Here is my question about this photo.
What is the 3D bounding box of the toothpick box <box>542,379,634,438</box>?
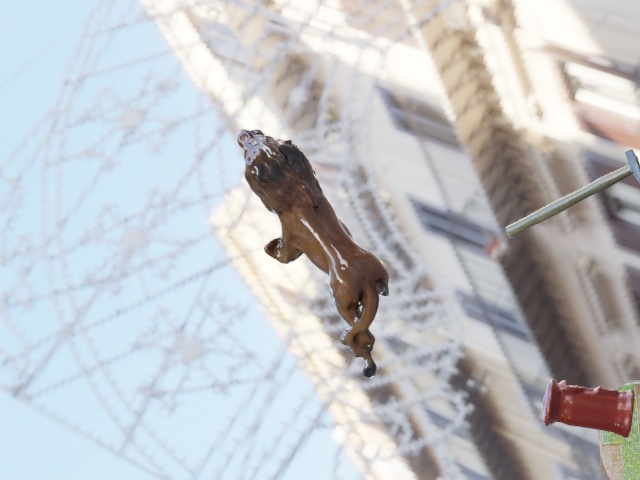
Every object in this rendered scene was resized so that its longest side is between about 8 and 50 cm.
[{"bbox_3d":[0.252,0.158,1.493,0.047,0.083,0.047,8,-90,-83],"label":"toothpick box"}]

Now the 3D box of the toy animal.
[{"bbox_3d":[0.000,0.000,1.848,0.097,0.312,0.157,-35,-13,-12],"label":"toy animal"}]

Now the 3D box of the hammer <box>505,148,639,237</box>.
[{"bbox_3d":[0.335,-0.052,2.092,0.199,0.062,0.013,-29,-45,15],"label":"hammer"}]

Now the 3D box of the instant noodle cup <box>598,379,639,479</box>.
[{"bbox_3d":[0.492,0.266,2.107,0.185,0.168,0.168,3,-72,-29],"label":"instant noodle cup"}]
